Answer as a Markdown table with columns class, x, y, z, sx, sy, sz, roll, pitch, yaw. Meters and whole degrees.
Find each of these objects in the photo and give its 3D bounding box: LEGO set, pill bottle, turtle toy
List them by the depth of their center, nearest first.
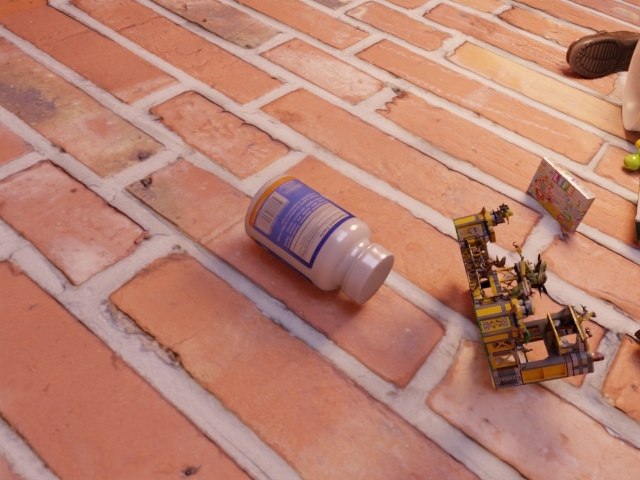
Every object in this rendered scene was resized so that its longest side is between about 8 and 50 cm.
| class | x | y | z | sx | sy | sz | roll | pitch | yaw |
| --- | --- | --- | --- | --- | --- | --- | --- | --- | --- |
| LEGO set | 0.361 | 0.088 | 0.981 | 0.192 | 0.255 | 0.331 | -15 | 32 | 14 |
| pill bottle | 0.000 | 0.000 | 1.080 | 0.272 | 0.152 | 0.152 | 34 | 50 | 22 |
| turtle toy | 0.867 | -0.217 | 1.502 | 0.130 | 0.066 | 0.095 | -4 | 47 | -13 |

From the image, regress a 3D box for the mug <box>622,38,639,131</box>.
| class | x | y | z | sx | sy | sz | roll | pitch | yaw |
| --- | --- | --- | --- | --- | --- | --- | --- | --- | --- |
| mug | 1.034 | -0.378 | 1.546 | 0.328 | 0.276 | 0.374 | 8 | 84 | 15 |

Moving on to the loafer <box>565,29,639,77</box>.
| class | x | y | z | sx | sy | sz | roll | pitch | yaw |
| --- | --- | --- | --- | --- | --- | --- | --- | --- | --- |
| loafer | 0.943 | -0.632 | 1.899 | 0.366 | 0.134 | 0.130 | -12 | 38 | -27 |

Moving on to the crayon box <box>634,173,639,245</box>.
| class | x | y | z | sx | sy | sz | roll | pitch | yaw |
| --- | --- | --- | --- | --- | --- | --- | --- | --- | --- |
| crayon box | 0.887 | -0.079 | 1.260 | 0.318 | 0.081 | 0.202 | -2 | 36 | 35 |

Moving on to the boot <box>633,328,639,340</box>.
| class | x | y | z | sx | sy | sz | roll | pitch | yaw |
| --- | --- | --- | --- | --- | --- | --- | --- | --- | --- |
| boot | 0.724 | 0.232 | 1.019 | 0.248 | 0.090 | 0.207 | -3 | 49 | -8 |

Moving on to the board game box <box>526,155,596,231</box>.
| class | x | y | z | sx | sy | sz | roll | pitch | yaw |
| --- | --- | --- | --- | --- | --- | --- | --- | --- | --- |
| board game box | 0.555 | -0.109 | 1.317 | 0.026 | 0.103 | 0.154 | -13 | 49 | -22 |
